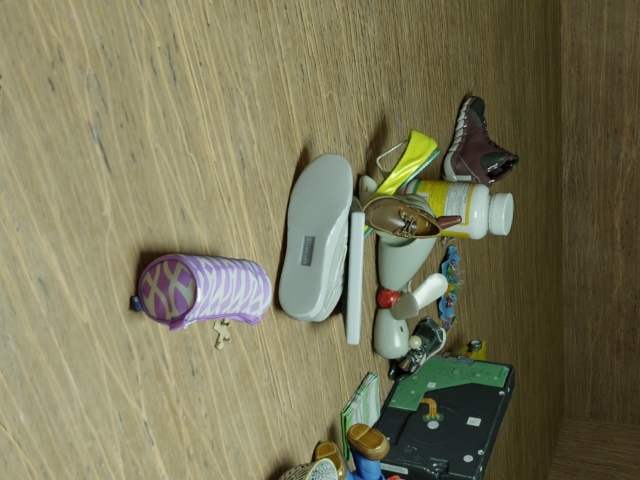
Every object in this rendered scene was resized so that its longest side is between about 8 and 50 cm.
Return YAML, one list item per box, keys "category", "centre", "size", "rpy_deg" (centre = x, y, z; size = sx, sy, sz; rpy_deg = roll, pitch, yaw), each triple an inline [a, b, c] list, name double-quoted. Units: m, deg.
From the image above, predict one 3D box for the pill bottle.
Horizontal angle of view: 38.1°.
- category: "pill bottle"
  centre: [0.285, -0.064, 1.912]
  size: [0.117, 0.208, 0.118]
  rpy_deg: [6, 90, -67]

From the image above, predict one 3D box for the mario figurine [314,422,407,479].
- category: "mario figurine"
  centre: [0.101, 0.481, 1.650]
  size: [0.170, 0.198, 0.321]
  rpy_deg: [-78, 155, -47]

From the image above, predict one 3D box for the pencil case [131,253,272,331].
- category: "pencil case"
  centre: [-0.133, 0.062, 1.120]
  size: [0.088, 0.086, 0.206]
  rpy_deg: [64, 21, 12]

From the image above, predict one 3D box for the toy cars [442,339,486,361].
- category: "toy cars"
  centre: [0.311, 0.403, 2.255]
  size: [0.176, 0.087, 0.394]
  rpy_deg: [53, 51, -51]

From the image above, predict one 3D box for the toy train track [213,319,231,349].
- category: "toy train track"
  centre: [-0.123, 0.107, 1.251]
  size: [0.048, 0.014, 0.083]
  rpy_deg: [55, 46, -57]

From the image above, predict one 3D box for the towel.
- category: "towel"
  centre: [0.080, 0.335, 1.767]
  size: [0.152, 0.023, 0.113]
  rpy_deg: [-46, 136, -55]

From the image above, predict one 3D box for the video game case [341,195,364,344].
- category: "video game case"
  centre: [0.053, 0.044, 1.535]
  size: [0.193, 0.023, 0.213]
  rpy_deg: [-96, -172, -80]

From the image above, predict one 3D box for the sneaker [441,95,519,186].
- category: "sneaker"
  centre: [0.396, -0.224, 2.193]
  size: [0.106, 0.162, 0.281]
  rpy_deg: [65, 38, -50]

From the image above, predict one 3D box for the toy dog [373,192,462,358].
- category: "toy dog"
  centre: [0.188, 0.057, 1.777]
  size: [0.220, 0.161, 0.334]
  rpy_deg: [-50, 140, -52]

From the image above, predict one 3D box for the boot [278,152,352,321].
- category: "boot"
  centre: [0.000, 0.000, 1.439]
  size: [0.123, 0.095, 0.258]
  rpy_deg: [34, 71, -74]

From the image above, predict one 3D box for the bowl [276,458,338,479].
- category: "bowl"
  centre: [-0.040, 0.415, 1.433]
  size: [0.170, 0.080, 0.170]
  rpy_deg: [6, 90, -68]

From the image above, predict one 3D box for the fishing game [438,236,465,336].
- category: "fishing game"
  centre: [0.323, 0.105, 2.261]
  size: [0.189, 0.041, 0.264]
  rpy_deg: [-35, 127, -64]

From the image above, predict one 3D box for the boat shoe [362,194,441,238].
- category: "boat shoe"
  centre: [0.144, -0.036, 1.610]
  size: [0.178, 0.060, 0.064]
  rpy_deg: [9, 108, -44]

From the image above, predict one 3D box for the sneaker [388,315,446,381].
- category: "sneaker"
  centre: [0.194, 0.233, 1.891]
  size: [0.077, 0.072, 0.178]
  rpy_deg: [-41, 160, -45]

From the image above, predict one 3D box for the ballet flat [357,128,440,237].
- category: "ballet flat"
  centre: [0.116, -0.105, 1.658]
  size: [0.231, 0.077, 0.077]
  rpy_deg: [-49, -175, -5]

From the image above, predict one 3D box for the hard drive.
- category: "hard drive"
  centre: [0.247, 0.364, 1.895]
  size: [0.339, 0.236, 0.064]
  rpy_deg: [-56, 144, -50]
